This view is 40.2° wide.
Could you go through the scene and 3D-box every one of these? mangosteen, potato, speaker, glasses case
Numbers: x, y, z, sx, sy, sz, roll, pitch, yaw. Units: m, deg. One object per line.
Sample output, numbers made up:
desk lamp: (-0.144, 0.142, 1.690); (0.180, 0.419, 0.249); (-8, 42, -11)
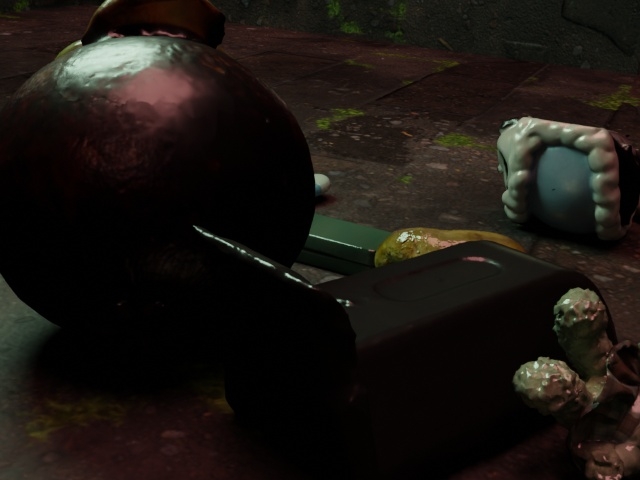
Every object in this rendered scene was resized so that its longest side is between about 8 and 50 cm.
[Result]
mangosteen: (-0.162, -0.070, 0.816); (0.307, 0.307, 0.346); (0, 59, -12)
potato: (0.145, 0.026, 0.966); (0.171, 0.080, 0.107); (1, -2, 8)
speaker: (0.089, 0.063, 0.728); (0.388, 0.184, 0.180); (-13, 26, -41)
glasses case: (0.000, 0.000, 1.077); (0.184, 0.039, 0.078); (14, 22, 25)

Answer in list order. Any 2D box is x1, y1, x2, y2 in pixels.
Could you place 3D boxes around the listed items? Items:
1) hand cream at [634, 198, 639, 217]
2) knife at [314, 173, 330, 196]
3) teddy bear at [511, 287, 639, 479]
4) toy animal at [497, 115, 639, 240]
hand cream: (0.490, -0.055, 1.312); (0.087, 0.054, 0.186); (-3, 28, -31)
knife: (-0.077, -0.061, 1.240); (0.222, 0.031, 0.064); (-16, 32, -35)
teddy bear: (0.248, 0.146, 0.676); (0.213, 0.111, 0.133); (36, 65, 17)
toy animal: (0.344, -0.087, 1.219); (0.204, 0.155, 0.208); (11, 5, 26)
